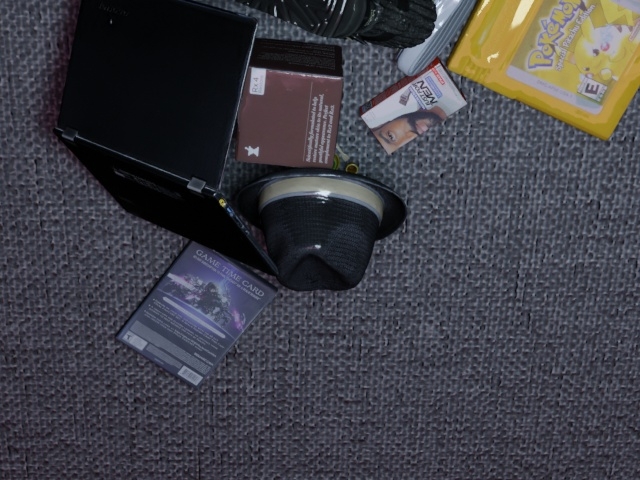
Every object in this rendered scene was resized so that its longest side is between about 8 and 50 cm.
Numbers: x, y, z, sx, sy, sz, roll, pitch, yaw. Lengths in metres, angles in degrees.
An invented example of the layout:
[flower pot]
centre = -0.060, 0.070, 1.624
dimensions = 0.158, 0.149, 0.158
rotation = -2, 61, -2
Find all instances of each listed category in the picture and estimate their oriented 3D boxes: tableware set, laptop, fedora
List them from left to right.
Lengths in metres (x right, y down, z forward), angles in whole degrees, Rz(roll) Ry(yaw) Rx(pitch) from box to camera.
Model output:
[laptop]
centre = -0.228, -0.187, 1.869
dimensions = 0.236, 0.382, 0.408
rotation = -56, 145, -16
[tableware set]
centre = 0.000, -0.102, 2.070
dimensions = 0.154, 0.024, 0.104
rotation = -36, 110, 14
[fedora]
centre = 0.000, 0.000, 1.953
dimensions = 0.334, 0.334, 0.152
rotation = 2, 70, -1

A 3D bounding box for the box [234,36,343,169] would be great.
[box]
centre = -0.053, -0.236, 1.912
dimensions = 0.167, 0.203, 0.168
rotation = 6, 115, -3

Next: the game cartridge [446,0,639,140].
[game cartridge]
centre = 0.423, -0.359, 1.940
dimensions = 0.324, 0.052, 0.285
rotation = 22, 112, -11

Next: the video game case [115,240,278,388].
[video game case]
centre = -0.241, 0.142, 2.178
dimensions = 0.196, 0.026, 0.274
rotation = 35, 109, -14

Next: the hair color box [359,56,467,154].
[hair color box]
centre = 0.164, -0.239, 1.992
dimensions = 0.167, 0.053, 0.093
rotation = -33, 111, 15

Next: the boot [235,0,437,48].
[boot]
centre = -0.002, -0.416, 1.825
dimensions = 0.348, 0.260, 0.131
rotation = 38, 117, 24

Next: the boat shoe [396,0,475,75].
[boat shoe]
centre = 0.209, -0.422, 1.898
dimensions = 0.094, 0.109, 0.302
rotation = 39, 110, 16
